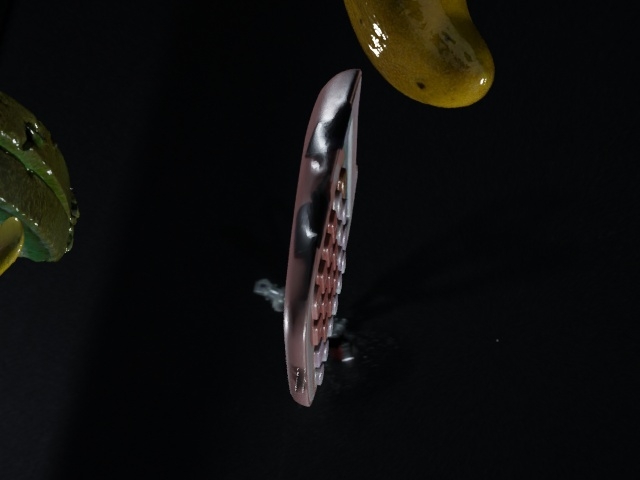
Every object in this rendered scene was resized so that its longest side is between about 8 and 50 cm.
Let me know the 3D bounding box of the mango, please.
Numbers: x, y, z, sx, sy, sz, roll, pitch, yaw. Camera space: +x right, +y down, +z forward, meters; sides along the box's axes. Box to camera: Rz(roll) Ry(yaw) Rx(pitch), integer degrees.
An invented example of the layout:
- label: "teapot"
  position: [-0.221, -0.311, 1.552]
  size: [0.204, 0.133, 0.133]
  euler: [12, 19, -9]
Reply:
- label: "mango"
  position: [0.090, -0.246, 0.897]
  size: [0.108, 0.157, 0.262]
  euler: [-11, -113, -25]

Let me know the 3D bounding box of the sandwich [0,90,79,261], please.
- label: "sandwich"
  position: [-0.369, -0.061, 0.876]
  size: [0.212, 0.292, 0.109]
  euler: [0, -114, -9]

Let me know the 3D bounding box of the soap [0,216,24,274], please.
- label: "soap"
  position: [-0.236, 0.016, 0.616]
  size: [0.089, 0.012, 0.034]
  euler: [-42, -125, 31]

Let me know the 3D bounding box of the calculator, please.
- label: "calculator"
  position: [0.000, 0.000, 0.838]
  size: [0.048, 0.220, 0.330]
  euler: [6, -127, 4]
